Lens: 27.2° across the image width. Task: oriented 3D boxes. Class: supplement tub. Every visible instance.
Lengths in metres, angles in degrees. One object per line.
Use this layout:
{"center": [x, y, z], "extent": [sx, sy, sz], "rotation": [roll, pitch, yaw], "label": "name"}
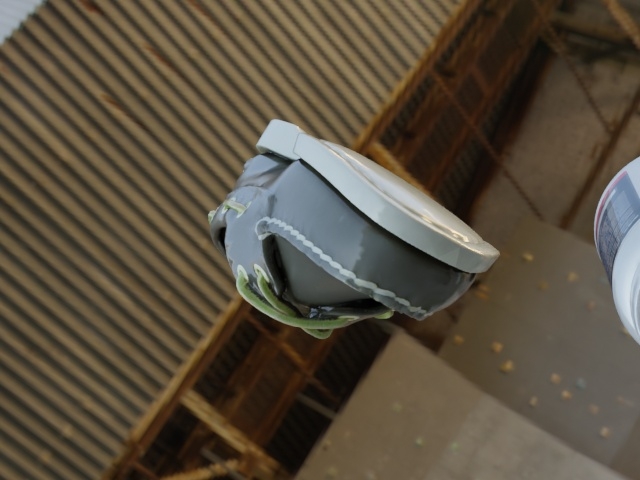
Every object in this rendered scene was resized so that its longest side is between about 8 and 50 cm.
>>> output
{"center": [0.394, 0.020, 1.381], "extent": [0.272, 0.191, 0.191], "rotation": [-74, -7, -70], "label": "supplement tub"}

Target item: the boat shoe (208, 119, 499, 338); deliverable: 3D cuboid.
{"center": [0.004, 0.003, 0.676], "extent": [0.109, 0.305, 0.091], "rotation": [34, -89, -13], "label": "boat shoe"}
